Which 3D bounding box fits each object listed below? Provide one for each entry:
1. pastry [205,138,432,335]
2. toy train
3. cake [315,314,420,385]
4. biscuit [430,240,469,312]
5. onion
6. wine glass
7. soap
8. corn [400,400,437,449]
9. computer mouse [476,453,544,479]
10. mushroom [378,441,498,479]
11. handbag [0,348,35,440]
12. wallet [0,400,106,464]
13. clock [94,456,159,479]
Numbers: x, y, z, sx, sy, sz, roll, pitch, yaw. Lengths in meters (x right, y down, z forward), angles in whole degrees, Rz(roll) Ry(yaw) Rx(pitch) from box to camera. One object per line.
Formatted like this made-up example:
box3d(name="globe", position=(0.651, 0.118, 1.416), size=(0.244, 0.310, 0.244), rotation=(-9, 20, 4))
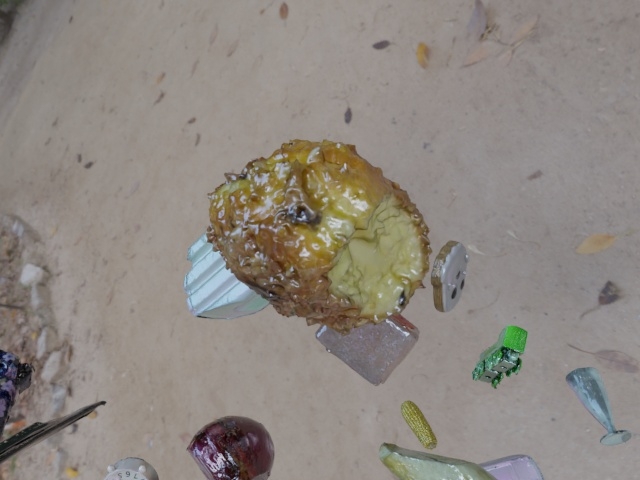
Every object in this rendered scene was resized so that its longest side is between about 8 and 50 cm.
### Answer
box3d(name="pastry", position=(-0.016, -0.008, 0.797), size=(0.338, 0.405, 0.292), rotation=(23, 85, 37))
box3d(name="toy train", position=(0.494, 0.327, 1.293), size=(0.085, 0.251, 0.119), rotation=(20, 63, 8))
box3d(name="cake", position=(0.166, 0.319, 1.608), size=(0.309, 0.237, 0.230), rotation=(35, 99, 11))
box3d(name="biscuit", position=(0.357, 0.100, 1.258), size=(0.049, 0.208, 0.181), rotation=(12, 41, 35))
box3d(name="onion", position=(-0.289, 0.755, 1.634), size=(0.260, 0.336, 0.282), rotation=(-33, 39, -26))
box3d(name="wine glass", position=(0.604, 0.359, 1.015), size=(0.073, 0.073, 0.155), rotation=(-40, 31, 28))
box3d(name="soap", position=(-0.196, 0.045, 1.300), size=(0.446, 0.156, 0.261), rotation=(-39, 62, 24))
box3d(name="corn", position=(0.344, 0.647, 1.645), size=(0.067, 0.067, 0.206), rotation=(-57, 28, 13))
box3d(name="computer mouse", position=(0.497, 0.675, 1.292), size=(0.056, 0.245, 0.125), rotation=(89, 167, -49))
box3d(name="mushroom", position=(0.266, 0.467, 0.877), size=(0.107, 0.333, 0.087), rotation=(-54, 4, -6))
box3d(name="handbag", position=(-0.518, 0.245, 0.618), size=(0.229, 0.126, 0.207), rotation=(-17, 35, -6))
box3d(name="wallet", position=(-0.586, 0.389, 0.841), size=(0.323, 0.247, 0.041), rotation=(-25, 89, 21))
box3d(name="clock", position=(-0.553, 0.713, 1.356), size=(0.063, 0.230, 0.155), rotation=(-96, 5, -81))
